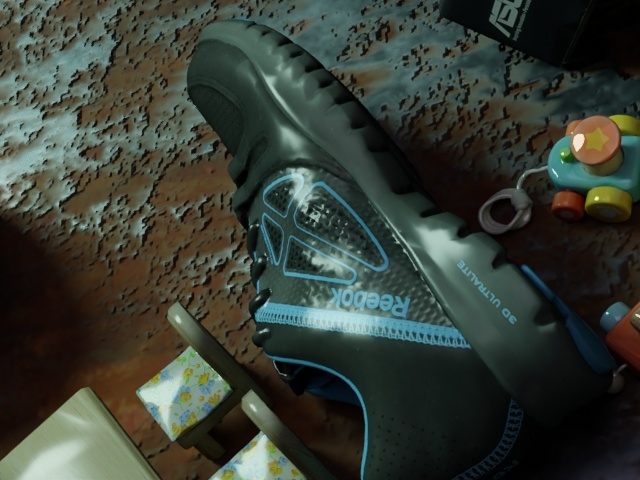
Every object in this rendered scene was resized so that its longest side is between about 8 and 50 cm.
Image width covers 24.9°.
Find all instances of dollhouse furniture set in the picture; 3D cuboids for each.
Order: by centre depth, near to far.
[{"bbox_3d":[-0.093,0.164,0.704,0.212,0.161,0.242,-42,54,-4],"label":"dollhouse furniture set"}]

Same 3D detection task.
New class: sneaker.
[{"bbox_3d":[0.000,0.000,0.787,0.139,0.125,0.341,-45,50,5],"label":"sneaker"}]

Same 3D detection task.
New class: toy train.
[{"bbox_3d":[0.158,-0.004,0.765,0.125,0.046,0.166,-40,54,-3],"label":"toy train"}]

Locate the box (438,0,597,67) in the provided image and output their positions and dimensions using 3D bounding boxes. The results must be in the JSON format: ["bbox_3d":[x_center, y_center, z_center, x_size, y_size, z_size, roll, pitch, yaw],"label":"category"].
[{"bbox_3d":[0.179,-0.313,0.729,0.097,0.395,0.318,25,72,6],"label":"box"}]
